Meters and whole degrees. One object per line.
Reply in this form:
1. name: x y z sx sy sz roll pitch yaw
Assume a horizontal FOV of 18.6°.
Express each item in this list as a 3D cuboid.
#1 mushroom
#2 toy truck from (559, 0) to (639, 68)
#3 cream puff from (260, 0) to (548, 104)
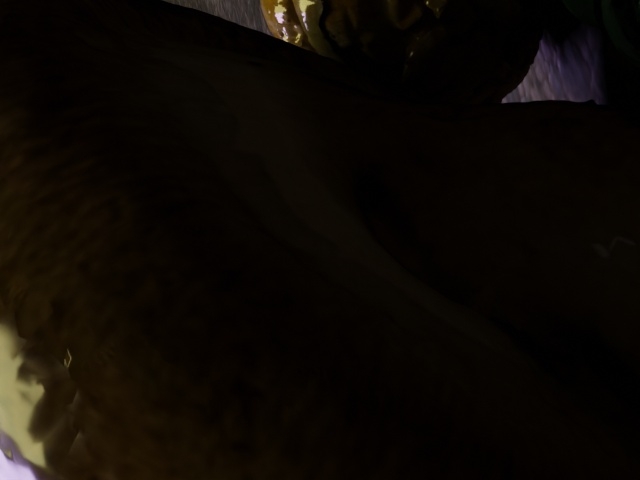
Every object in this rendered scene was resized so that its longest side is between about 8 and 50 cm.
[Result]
1. mushroom: -0.004 0.034 0.649 0.345 0.239 0.345 36 169 8
2. toy truck: 0.080 -0.133 0.634 0.080 0.078 0.154 -120 19 -65
3. cream puff: 0.042 -0.109 0.799 0.133 0.104 0.119 53 -146 -16
